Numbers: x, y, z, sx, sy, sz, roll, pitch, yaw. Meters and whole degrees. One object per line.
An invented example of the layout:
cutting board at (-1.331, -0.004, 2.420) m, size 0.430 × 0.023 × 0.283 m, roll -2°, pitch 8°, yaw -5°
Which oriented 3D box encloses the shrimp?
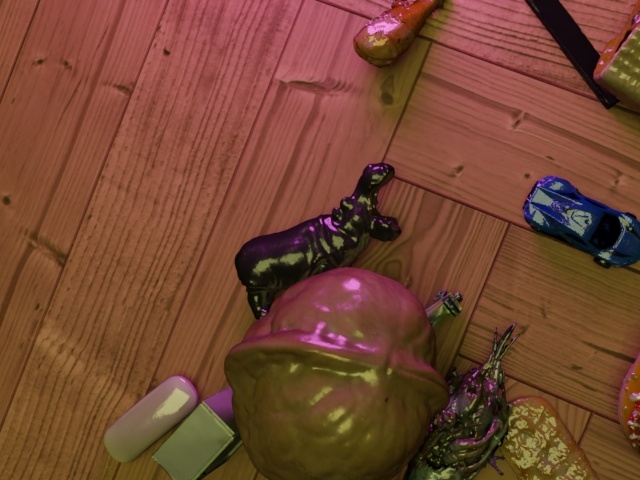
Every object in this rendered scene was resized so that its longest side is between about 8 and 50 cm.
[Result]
shrimp at (0.256, 0.318, 1.538) m, size 0.172 × 0.137 × 0.372 m, roll 31°, pitch 104°, yaw 26°

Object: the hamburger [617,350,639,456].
hamburger at (0.613, 0.240, 1.477) m, size 0.227 × 0.151 × 0.295 m, roll 27°, pitch 92°, yaw 8°

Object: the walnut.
walnut at (0.022, 0.225, 1.453) m, size 0.381 × 0.381 × 0.381 m, roll 0°, pitch 88°, yaw 11°

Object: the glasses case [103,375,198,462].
glasses case at (-0.313, 0.330, 1.699) m, size 0.204 × 0.051 × 0.081 m, roll -39°, pitch 83°, yaw 8°

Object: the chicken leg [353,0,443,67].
chicken leg at (0.145, -0.381, 1.619) m, size 0.207 × 0.101 × 0.085 m, roll -42°, pitch 85°, yaw -14°

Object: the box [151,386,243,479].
box at (-0.183, 0.332, 1.585) m, size 0.086 × 0.225 × 0.129 m, roll 44°, pitch 97°, yaw 9°

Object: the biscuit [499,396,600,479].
biscuit at (0.392, 0.383, 1.572) m, size 0.118 × 0.029 × 0.247 m, roll -34°, pitch 83°, yaw 8°

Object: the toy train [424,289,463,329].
toy train at (0.194, 0.131, 1.593) m, size 0.122 × 0.081 × 0.050 m, roll -37°, pitch 88°, yaw 8°

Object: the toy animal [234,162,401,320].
toy animal at (0.013, 0.011, 1.619) m, size 0.343 × 0.106 × 0.168 m, roll -32°, pitch 91°, yaw 8°

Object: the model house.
model house at (0.567, -0.297, 1.472) m, size 0.193 × 0.175 × 0.234 m, roll 32°, pitch 90°, yaw -3°

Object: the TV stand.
TV stand at (0.436, -0.342, 1.578) m, size 0.049 × 0.040 × 0.256 m, roll -35°, pitch 82°, yaw 8°

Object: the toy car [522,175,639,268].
toy car at (0.449, -0.029, 1.556) m, size 0.216 × 0.063 × 0.103 m, roll 29°, pitch 93°, yaw 11°
